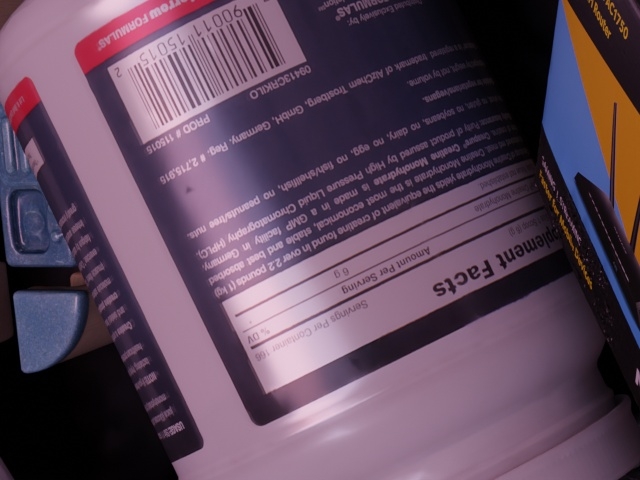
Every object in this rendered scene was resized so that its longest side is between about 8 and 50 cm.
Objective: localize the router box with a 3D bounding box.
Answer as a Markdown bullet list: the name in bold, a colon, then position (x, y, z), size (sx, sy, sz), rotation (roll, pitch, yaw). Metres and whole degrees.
- **router box**: position (0.124, -0.014, 0.637), size (0.179, 0.046, 0.133), rotation (-109, 15, -46)

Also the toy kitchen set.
- **toy kitchen set**: position (-0.189, -0.038, 0.927), size (0.166, 0.122, 0.207), rotation (-1, 100, 30)

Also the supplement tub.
- **supplement tub**: position (0.000, 0.000, 0.788), size (0.191, 0.191, 0.272), rotation (-28, 86, 31)

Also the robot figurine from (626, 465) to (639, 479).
- **robot figurine**: position (0.194, 0.165, 0.738), size (0.291, 0.085, 0.211), rotation (-17, 57, 25)

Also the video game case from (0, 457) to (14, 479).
- **video game case**: position (-0.325, 0.002, 0.948), size (0.300, 0.036, 0.329), rotation (6, 133, 38)
